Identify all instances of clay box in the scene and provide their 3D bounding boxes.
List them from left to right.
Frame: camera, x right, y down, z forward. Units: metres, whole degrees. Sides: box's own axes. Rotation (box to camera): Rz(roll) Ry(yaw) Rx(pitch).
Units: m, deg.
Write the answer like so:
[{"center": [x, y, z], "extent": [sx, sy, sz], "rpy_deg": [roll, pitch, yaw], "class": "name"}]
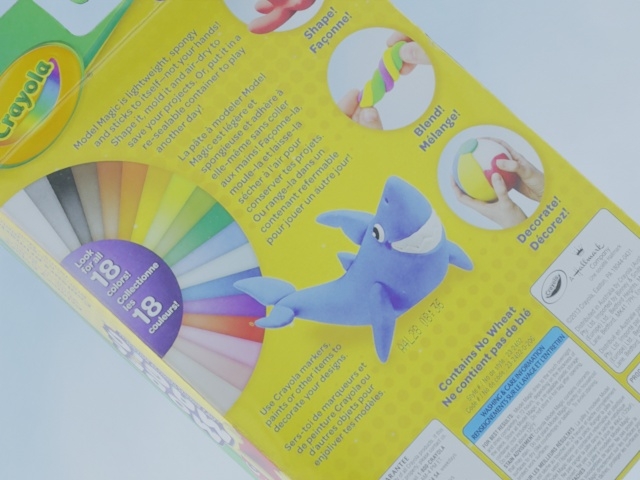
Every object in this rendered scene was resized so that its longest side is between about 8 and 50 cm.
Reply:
[{"center": [0.000, 0.000, 0.538], "extent": [0.222, 0.053, 0.127], "rpy_deg": [43, -105, 5], "class": "clay box"}]
